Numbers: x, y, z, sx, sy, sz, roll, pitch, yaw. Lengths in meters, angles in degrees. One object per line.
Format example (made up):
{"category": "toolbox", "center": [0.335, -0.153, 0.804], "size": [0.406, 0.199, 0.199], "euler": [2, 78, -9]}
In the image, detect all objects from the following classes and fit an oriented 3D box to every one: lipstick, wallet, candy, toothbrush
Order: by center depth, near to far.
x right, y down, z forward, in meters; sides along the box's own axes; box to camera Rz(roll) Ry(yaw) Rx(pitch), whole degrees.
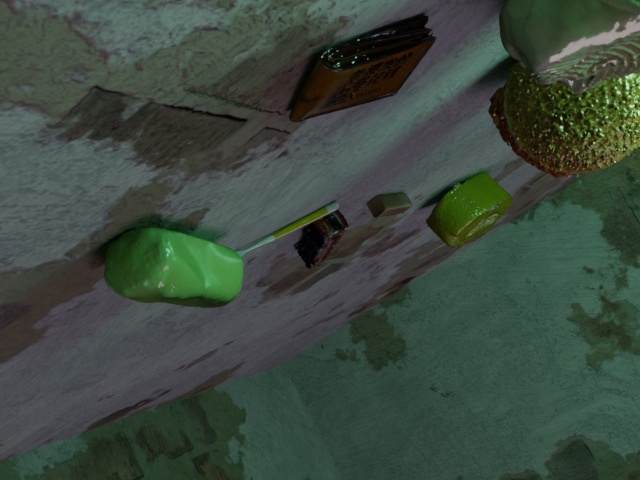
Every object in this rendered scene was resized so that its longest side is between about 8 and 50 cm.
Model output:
{"category": "wallet", "center": [0.061, -0.238, 1.077], "size": [0.195, 0.042, 0.161], "euler": [-24, 166, -25]}
{"category": "candy", "center": [-0.257, 0.053, 1.354], "size": [0.142, 0.132, 0.343], "euler": [11, 176, 17]}
{"category": "toothbrush", "center": [-0.085, -0.016, 1.671], "size": [0.288, 0.021, 0.024], "euler": [-27, 178, -10]}
{"category": "lipstick", "center": [0.177, -0.090, 1.904], "size": [0.045, 0.045, 0.145], "euler": [-36, 166, 32]}

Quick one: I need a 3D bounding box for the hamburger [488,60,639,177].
{"category": "hamburger", "center": [0.482, -0.259, 1.409], "size": [0.294, 0.276, 0.179], "euler": [-40, 175, 22]}

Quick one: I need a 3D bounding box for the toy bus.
{"category": "toy bus", "center": [0.000, 0.000, 1.827], "size": [0.096, 0.073, 0.235], "euler": [-34, 170, -22]}

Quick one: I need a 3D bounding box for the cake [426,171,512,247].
{"category": "cake", "center": [0.445, -0.096, 2.235], "size": [0.260, 0.156, 0.179], "euler": [-25, 152, -43]}

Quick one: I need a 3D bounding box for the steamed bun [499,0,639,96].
{"category": "steamed bun", "center": [0.388, -0.340, 1.053], "size": [0.275, 0.206, 0.320], "euler": [-19, 175, 31]}
